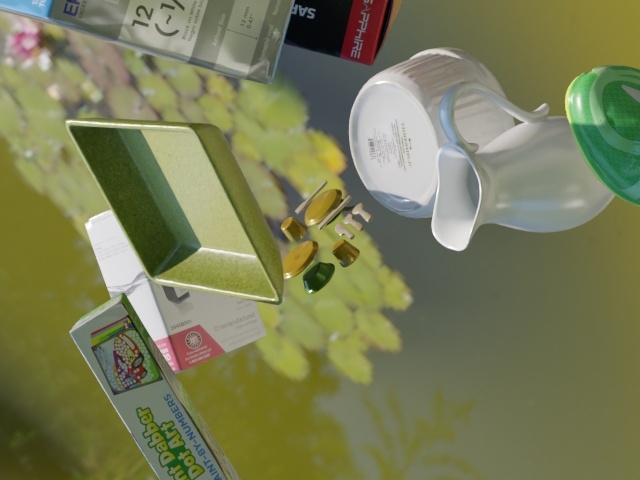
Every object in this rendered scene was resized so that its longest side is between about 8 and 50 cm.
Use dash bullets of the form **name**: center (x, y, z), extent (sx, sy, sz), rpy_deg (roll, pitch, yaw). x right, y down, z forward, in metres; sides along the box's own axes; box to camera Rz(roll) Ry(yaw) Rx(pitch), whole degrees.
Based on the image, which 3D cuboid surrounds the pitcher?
- **pitcher**: center (0.219, -0.091, 1.657), extent (0.125, 0.207, 0.177), rpy_deg (16, 113, 59)

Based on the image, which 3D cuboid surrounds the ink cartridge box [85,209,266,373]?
- **ink cartridge box**: center (-0.181, 0.049, 1.932), extent (0.092, 0.159, 0.217), rpy_deg (-21, 89, 45)

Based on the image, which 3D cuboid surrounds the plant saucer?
- **plant saucer**: center (-0.119, -0.038, 1.366), extent (0.188, 0.045, 0.188), rpy_deg (7, 132, 45)

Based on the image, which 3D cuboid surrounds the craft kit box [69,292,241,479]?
- **craft kit box**: center (-0.131, 0.164, 1.346), extent (0.246, 0.061, 0.250), rpy_deg (61, 174, -2)

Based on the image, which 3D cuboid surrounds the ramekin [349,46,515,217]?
- **ramekin**: center (0.128, -0.123, 1.858), extent (0.207, 0.109, 0.207), rpy_deg (27, 126, 44)

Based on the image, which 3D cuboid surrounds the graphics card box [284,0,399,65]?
- **graphics card box**: center (-0.092, -0.307, 1.739), extent (0.371, 0.233, 0.094), rpy_deg (15, 112, 2)

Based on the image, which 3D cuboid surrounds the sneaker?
- **sneaker**: center (0.319, -0.044, 1.243), extent (0.295, 0.109, 0.123), rpy_deg (50, 169, 18)

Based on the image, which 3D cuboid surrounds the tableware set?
- **tableware set**: center (0.000, 0.000, 1.487), extent (0.024, 0.104, 0.154), rpy_deg (45, 178, -24)

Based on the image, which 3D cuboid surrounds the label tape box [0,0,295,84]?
- **label tape box**: center (-0.177, -0.305, 1.393), extent (0.348, 0.249, 0.115), rpy_deg (13, -174, -34)
